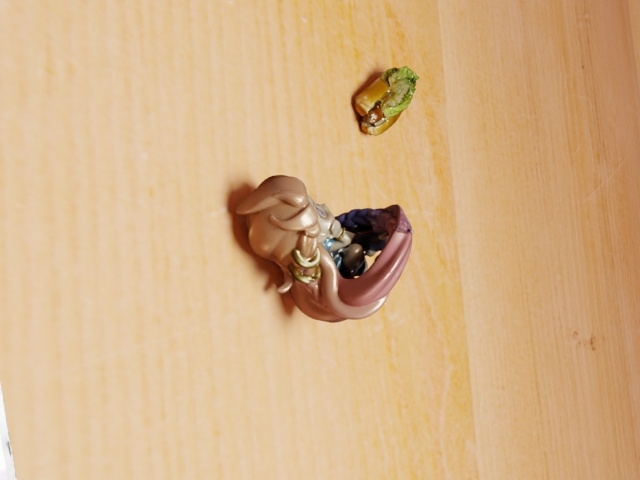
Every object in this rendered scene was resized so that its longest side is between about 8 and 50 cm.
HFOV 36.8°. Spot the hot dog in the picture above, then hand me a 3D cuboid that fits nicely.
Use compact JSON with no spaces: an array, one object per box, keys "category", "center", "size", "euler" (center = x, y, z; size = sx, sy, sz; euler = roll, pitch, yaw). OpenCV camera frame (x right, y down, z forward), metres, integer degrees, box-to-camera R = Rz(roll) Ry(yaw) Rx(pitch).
[{"category":"hot dog","center":[0.076,-0.155,1.040],"size":[0.133,0.041,0.056],"euler":[-48,122,-53]}]

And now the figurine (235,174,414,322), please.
[{"category":"figurine","center":[-0.002,0.009,0.816],"size":[0.157,0.126,0.114],"euler":[13,112,-32]}]

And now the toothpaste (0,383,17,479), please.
[{"category":"toothpaste","center":[-0.201,0.074,0.513],"size":[0.047,0.040,0.196],"euler":[-7,87,-62]}]
